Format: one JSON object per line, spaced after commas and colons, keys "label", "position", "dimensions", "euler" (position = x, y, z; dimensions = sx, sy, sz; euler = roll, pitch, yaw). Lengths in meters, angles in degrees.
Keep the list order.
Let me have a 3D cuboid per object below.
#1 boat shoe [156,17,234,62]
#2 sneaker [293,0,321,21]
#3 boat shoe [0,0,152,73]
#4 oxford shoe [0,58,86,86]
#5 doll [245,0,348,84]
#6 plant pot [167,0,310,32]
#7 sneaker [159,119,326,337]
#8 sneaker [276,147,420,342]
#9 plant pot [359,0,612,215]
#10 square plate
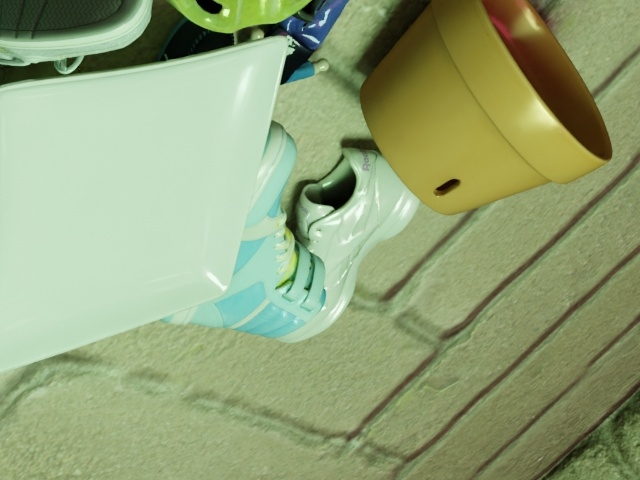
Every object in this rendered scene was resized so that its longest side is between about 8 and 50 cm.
{"label": "boat shoe", "position": [-0.134, -0.131, 1.398], "dimensions": [0.109, 0.089, 0.258], "euler": [-14, 139, -30]}
{"label": "sneaker", "position": [0.025, -0.334, 1.307], "dimensions": [0.081, 0.090, 0.232], "euler": [12, 122, -47]}
{"label": "boat shoe", "position": [-0.268, -0.201, 1.050], "dimensions": [0.103, 0.320, 0.118], "euler": [34, 62, -61]}
{"label": "oxford shoe", "position": [-0.382, -0.103, 1.185], "dimensions": [0.348, 0.123, 0.130], "euler": [-29, 139, -15]}
{"label": "doll", "position": [-0.031, -0.224, 1.423], "dimensions": [0.189, 0.046, 0.129], "euler": [-49, 143, 14]}
{"label": "plant pot", "position": [-0.104, -0.319, 1.067], "dimensions": [0.276, 0.254, 0.276], "euler": [-24, 142, -20]}
{"label": "sneaker", "position": [-0.057, -0.005, 1.535], "dimensions": [0.208, 0.127, 0.319], "euler": [16, 131, -23]}
{"label": "sneaker", "position": [0.000, 0.000, 1.678], "dimensions": [0.152, 0.114, 0.305], "euler": [22, 111, -36]}
{"label": "plant pot", "position": [0.186, -0.163, 1.510], "dimensions": [0.203, 0.291, 0.291], "euler": [-35, 149, 24]}
{"label": "square plate", "position": [-0.206, -0.042, 1.278], "dimensions": [0.344, 0.049, 0.347], "euler": [-18, 136, -39]}
